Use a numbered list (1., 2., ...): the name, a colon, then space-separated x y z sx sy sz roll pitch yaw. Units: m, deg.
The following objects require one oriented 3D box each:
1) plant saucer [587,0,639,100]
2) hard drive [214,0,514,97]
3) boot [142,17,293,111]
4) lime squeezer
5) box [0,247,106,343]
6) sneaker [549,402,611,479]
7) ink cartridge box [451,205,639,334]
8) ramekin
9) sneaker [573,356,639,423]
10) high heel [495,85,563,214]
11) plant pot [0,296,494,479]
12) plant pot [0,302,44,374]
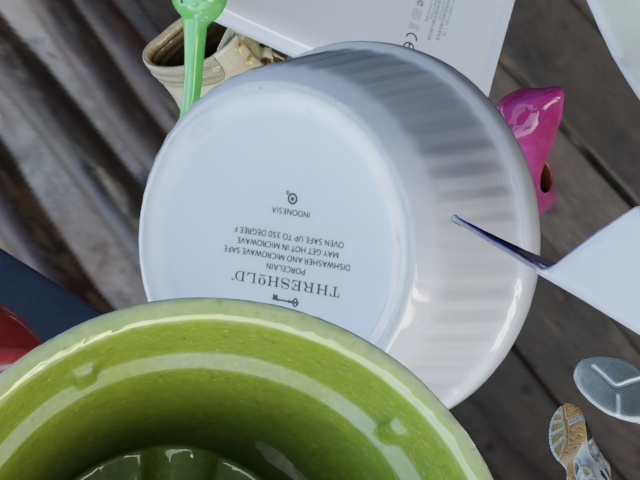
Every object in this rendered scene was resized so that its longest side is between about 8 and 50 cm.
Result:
1. plant saucer: 0.155 -0.234 0.604 0.100 0.400 0.400 -4 75 26
2. hard drive: 0.038 -0.252 1.716 0.040 0.307 0.203 -37 32 63
3. boot: -0.049 -0.194 1.981 0.262 0.203 0.095 -18 53 8
4. lime squeezer: -0.075 -0.241 1.617 0.059 0.110 0.310 8 66 49
5. box: -0.277 0.246 1.793 0.212 0.395 0.293 -38 41 -24
6. sneaker: 0.195 0.161 1.313 0.032 0.037 0.083 -30 57 33
7. ink cartridge box: 0.253 0.070 0.904 0.371 0.176 0.069 31 95 27
8. ramekin: 0.000 0.000 1.180 0.273 0.127 0.273 1 93 31
9. sneaker: 0.310 0.156 1.697 0.152 0.061 0.054 22 78 -1
10. high heel: 0.233 -0.096 1.850 0.117 0.244 0.082 -24 61 18
11. plant pot: -0.065 0.182 0.873 0.276 0.254 0.276 2 79 -9
12. plant pot: -0.269 0.139 1.329 0.174 0.191 0.191 21 86 51
